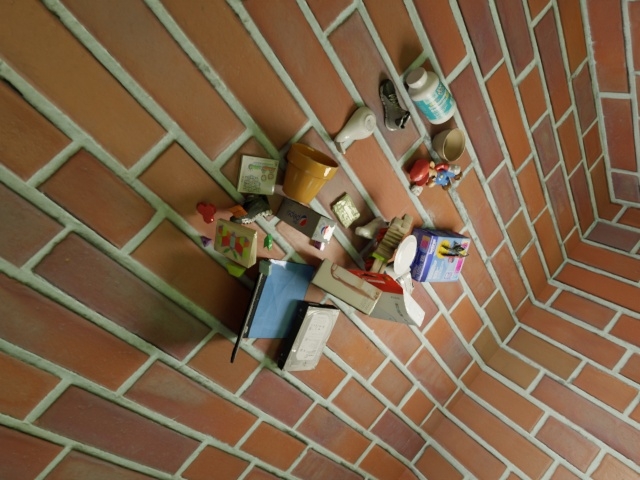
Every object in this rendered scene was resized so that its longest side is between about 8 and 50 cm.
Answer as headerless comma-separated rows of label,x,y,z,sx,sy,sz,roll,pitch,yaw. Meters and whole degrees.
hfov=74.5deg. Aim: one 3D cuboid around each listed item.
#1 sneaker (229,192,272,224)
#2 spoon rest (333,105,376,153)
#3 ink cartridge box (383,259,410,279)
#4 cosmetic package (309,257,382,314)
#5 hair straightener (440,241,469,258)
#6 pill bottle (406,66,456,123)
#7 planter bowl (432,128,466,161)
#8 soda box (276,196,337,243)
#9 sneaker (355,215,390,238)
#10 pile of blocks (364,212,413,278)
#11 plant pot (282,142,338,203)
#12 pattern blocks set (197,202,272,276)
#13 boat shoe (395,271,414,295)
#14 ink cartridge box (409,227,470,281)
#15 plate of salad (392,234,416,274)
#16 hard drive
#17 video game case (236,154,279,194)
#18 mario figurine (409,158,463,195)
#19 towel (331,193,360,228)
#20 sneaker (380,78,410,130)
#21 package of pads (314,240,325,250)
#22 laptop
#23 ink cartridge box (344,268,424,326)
sneaker,-0.273,-0.125,1.623,0.234,0.078,0.106,-28,115,-56
spoon rest,0.147,-0.474,1.815,0.276,0.084,0.137,-46,130,-28
ink cartridge box,0.337,0.165,2.145,0.134,0.231,0.078,-27,87,-24
cosmetic package,0.111,0.209,1.913,0.296,0.153,0.129,30,83,-3
hair straightener,0.731,0.054,2.253,0.230,0.047,0.089,9,102,-37
pill bottle,0.500,-0.666,1.926,0.264,0.146,0.146,32,89,-39
planter bowl,0.634,-0.486,2.114,0.162,0.109,0.162,-14,117,-30
soda box,-0.061,-0.083,1.682,0.091,0.286,0.098,18,98,-39
sneaker,0.257,-0.066,2.050,0.232,0.090,0.115,2,101,-45
pile of blocks,0.297,0.018,2.004,0.113,0.149,0.362,28,100,-7
plant pot,-0.058,-0.259,1.686,0.205,0.205,0.188,9,119,-37
pattern blocks set,-0.314,0.005,1.537,0.026,0.325,0.285,-36,131,-54
boat shoe,0.462,0.252,2.274,0.088,0.096,0.267,-30,136,-6
ink cartridge box,0.613,0.083,2.310,0.396,0.151,0.270,3,107,-34
plate of salad,0.394,0.066,1.991,0.200,0.048,0.199,-28,129,-42
hard drive,-0.056,0.466,2.031,0.237,0.064,0.338,17,99,-47
video game case,-0.246,-0.255,1.655,0.157,0.019,0.143,1,108,-35
mario figurine,0.581,-0.303,2.117,0.321,0.170,0.198,1,110,-37
towel,0.119,-0.135,1.953,0.110,0.027,0.148,-42,127,-12
sneaker,0.343,-0.594,1.854,0.086,0.132,0.228,-30,123,-22
package of pads,0.000,0.000,1.909,0.032,0.050,0.083,-1,109,-40
laptop,-0.187,0.293,1.789,0.236,0.408,0.381,18,98,-5
ink cartridge box,0.289,0.280,2.055,0.385,0.308,0.091,44,62,-38
